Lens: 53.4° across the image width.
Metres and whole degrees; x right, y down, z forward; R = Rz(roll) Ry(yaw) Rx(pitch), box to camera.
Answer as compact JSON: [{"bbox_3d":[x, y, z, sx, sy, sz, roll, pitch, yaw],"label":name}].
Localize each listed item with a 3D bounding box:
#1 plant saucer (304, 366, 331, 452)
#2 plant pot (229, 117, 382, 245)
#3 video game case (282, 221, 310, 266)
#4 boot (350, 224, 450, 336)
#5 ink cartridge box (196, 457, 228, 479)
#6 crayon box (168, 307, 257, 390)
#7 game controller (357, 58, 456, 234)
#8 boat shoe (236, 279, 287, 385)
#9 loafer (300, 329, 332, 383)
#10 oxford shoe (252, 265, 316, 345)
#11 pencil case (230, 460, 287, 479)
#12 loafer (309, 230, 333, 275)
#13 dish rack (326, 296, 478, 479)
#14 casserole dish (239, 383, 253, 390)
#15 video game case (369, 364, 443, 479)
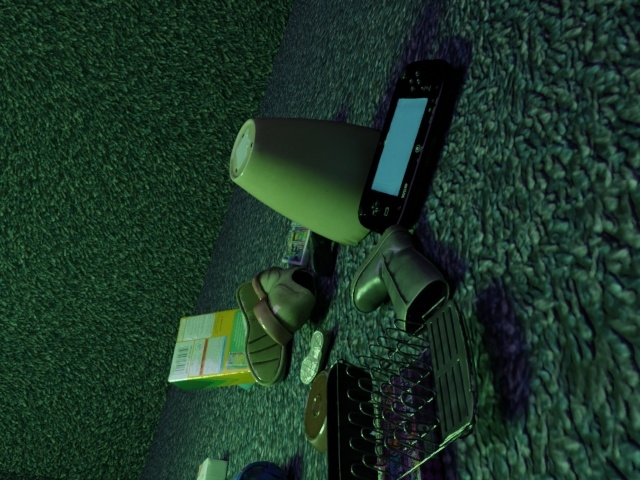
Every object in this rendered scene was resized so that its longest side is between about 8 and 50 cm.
[{"bbox_3d":[0.003,0.326,1.244,0.168,0.029,0.169,-165,90,-73],"label":"plant saucer"},{"bbox_3d":[-0.036,-0.144,1.298,0.256,0.274,0.257,-40,42,51],"label":"plant pot"},{"bbox_3d":[-0.050,-0.023,1.737,0.201,0.023,0.184,-176,101,-72],"label":"video game case"},{"bbox_3d":[0.123,0.089,1.019,0.208,0.076,0.190,-116,42,-56],"label":"boot"},{"bbox_3d":[-0.330,0.754,1.867,0.115,0.067,0.198,128,154,-52],"label":"ink cartridge box"},{"bbox_3d":[-0.262,0.304,1.810,0.322,0.083,0.203,-12,54,23],"label":"crayon box"},{"bbox_3d":[0.150,-0.166,1.142,0.166,0.067,0.319,-147,72,-73],"label":"game controller"},{"bbox_3d":[-0.142,0.249,1.660,0.103,0.113,0.302,68,-174,-53],"label":"boat shoe"},{"bbox_3d":[-0.005,0.246,1.341,0.045,0.039,0.125,31,111,38],"label":"loafer"},{"bbox_3d":[-0.072,0.130,1.559,0.146,0.140,0.397,-40,16,3],"label":"oxford shoe"},{"bbox_3d":[-0.165,0.572,1.404,0.133,0.119,0.306,-49,-3,-39],"label":"pencil case"},{"bbox_3d":[0.000,0.000,1.468,0.061,0.062,0.170,135,141,-76],"label":"loafer"},{"bbox_3d":[0.100,0.205,0.835,0.271,0.074,0.208,-53,28,40],"label":"dish rack"},{"bbox_3d":[-0.208,0.369,1.872,0.188,0.037,0.114,128,153,-54],"label":"casserole dish"},{"bbox_3d":[0.099,0.328,0.905,0.232,0.041,0.210,-91,24,-43],"label":"video game case"}]
